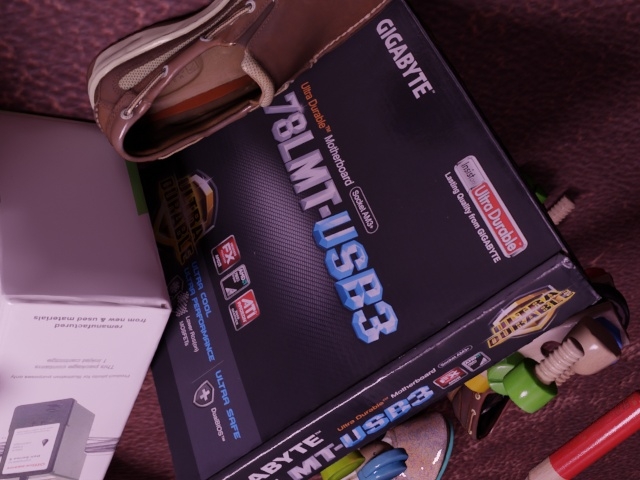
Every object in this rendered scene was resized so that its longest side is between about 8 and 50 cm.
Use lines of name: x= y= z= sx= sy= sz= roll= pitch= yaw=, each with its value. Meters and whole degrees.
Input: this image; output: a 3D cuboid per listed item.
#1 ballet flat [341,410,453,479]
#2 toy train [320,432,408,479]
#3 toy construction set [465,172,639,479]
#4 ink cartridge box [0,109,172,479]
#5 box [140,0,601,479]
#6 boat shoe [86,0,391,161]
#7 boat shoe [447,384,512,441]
ballet flat: x=0.061 y=0.323 z=1.177 sx=0.106 sy=0.107 sz=0.316 roll=14 pitch=128 yaw=-16
toy train: x=-0.008 y=0.180 z=0.928 sx=0.105 sy=0.143 sz=0.248 roll=-40 pitch=152 yaw=19
toy construction set: x=0.123 y=0.092 z=0.811 sx=0.257 sy=0.309 sz=0.237 roll=24 pitch=121 yaw=-33
ink cartridge box: x=-0.221 y=0.069 z=0.721 sx=0.115 sy=0.198 sz=0.273 roll=4 pitch=133 yaw=-28
box: x=0.000 y=0.000 z=0.668 sx=0.293 sy=0.295 sz=0.073 roll=-35 pitch=139 yaw=16
boat shoe: x=-0.043 y=-0.133 z=0.660 sx=0.257 sy=0.095 sz=0.095 roll=-30 pitch=138 yaw=9
boat shoe: x=0.216 y=0.153 z=1.082 sx=0.073 sy=0.073 sz=0.207 roll=0 pitch=133 yaw=-21
